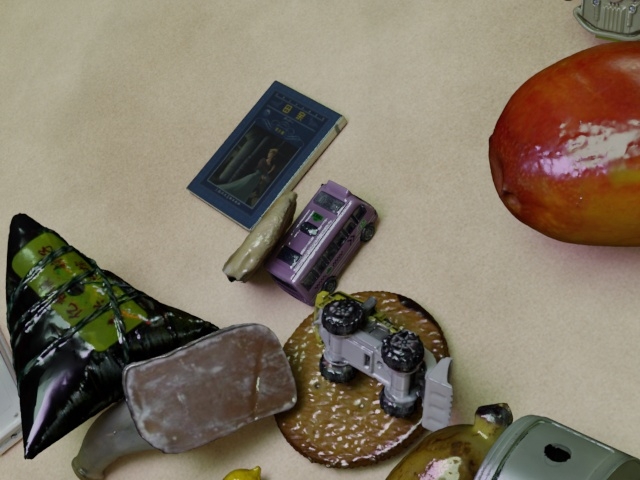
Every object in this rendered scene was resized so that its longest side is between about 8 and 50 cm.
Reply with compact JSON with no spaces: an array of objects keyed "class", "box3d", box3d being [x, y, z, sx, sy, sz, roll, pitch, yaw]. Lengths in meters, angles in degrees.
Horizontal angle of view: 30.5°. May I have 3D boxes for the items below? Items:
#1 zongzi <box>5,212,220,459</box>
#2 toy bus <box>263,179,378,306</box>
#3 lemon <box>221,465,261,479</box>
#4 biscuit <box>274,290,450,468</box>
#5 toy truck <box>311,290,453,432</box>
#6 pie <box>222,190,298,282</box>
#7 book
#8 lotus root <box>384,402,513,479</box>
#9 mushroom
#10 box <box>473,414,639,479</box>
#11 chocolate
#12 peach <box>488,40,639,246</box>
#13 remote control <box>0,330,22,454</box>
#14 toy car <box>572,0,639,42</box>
[{"class":"zongzi","box3d":[-0.422,0.187,1.902,0.383,0.319,0.362,22,47,29]},{"class":"toy bus","box3d":[0.000,0.000,1.945,0.096,0.108,0.199,29,78,35]},{"class":"lemon","box3d":[-0.124,0.384,1.815,0.092,0.065,0.065,-44,53,1]},{"class":"biscuit","box3d":[0.060,0.216,1.837,0.305,0.038,0.305,-13,56,20]},{"class":"toy truck","box3d":[0.100,0.171,1.740,0.286,0.136,0.111,30,46,32]},{"class":"pie","box3d":[-0.094,-0.005,1.957,0.052,0.218,0.185,40,86,-1]},{"class":"book","box3d":[-0.101,-0.155,2.136,0.191,0.025,0.269,33,81,36]},{"class":"lotus root","box3d":[0.167,0.346,1.613,0.141,0.169,0.314,41,110,8]},{"class":"mushroom","box3d":[-0.299,0.308,1.919,0.270,0.103,0.118,-23,99,15]},{"class":"box","box3d":[0.300,0.355,1.521,0.149,0.226,0.226,22,74,34]},{"class":"chocolate","box3d":[-0.175,0.228,1.830,0.254,0.080,0.157,-21,88,-11]},{"class":"peach","box3d":[0.423,-0.132,1.699,0.373,0.290,0.372,-9,54,13]},{"class":"remote control","box3d":[-0.599,0.252,2.130,0.103,0.055,0.277,-39,54,2]},{"class":"toy car","box3d":[0.519,-0.461,1.901,0.204,0.248,0.198,20,35,35]}]
